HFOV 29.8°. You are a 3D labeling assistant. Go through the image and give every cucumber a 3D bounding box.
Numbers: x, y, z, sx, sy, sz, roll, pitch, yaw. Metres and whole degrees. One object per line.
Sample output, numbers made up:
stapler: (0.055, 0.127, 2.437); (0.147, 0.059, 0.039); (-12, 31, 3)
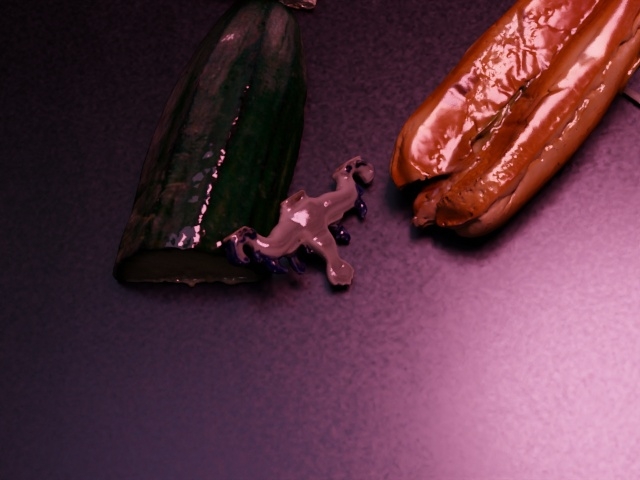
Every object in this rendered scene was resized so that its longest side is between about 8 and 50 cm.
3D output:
cucumber: (-0.074, -0.084, 0.886); (0.115, 0.063, 0.244); (8, 66, 10)

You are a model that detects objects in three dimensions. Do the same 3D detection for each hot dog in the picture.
hot dog: (0.154, -0.110, 0.859); (0.109, 0.072, 0.269); (40, 81, 20)

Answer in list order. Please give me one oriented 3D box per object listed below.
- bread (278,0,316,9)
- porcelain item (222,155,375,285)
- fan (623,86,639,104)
bread: (-0.082, -0.254, 0.974); (0.193, 0.036, 0.112); (13, 68, 12)
porcelain item: (0.000, 0.000, 0.848); (0.136, 0.021, 0.075); (-33, 91, -31)
fan: (0.198, -0.133, 0.903); (0.133, 0.005, 0.085); (38, 77, 21)
